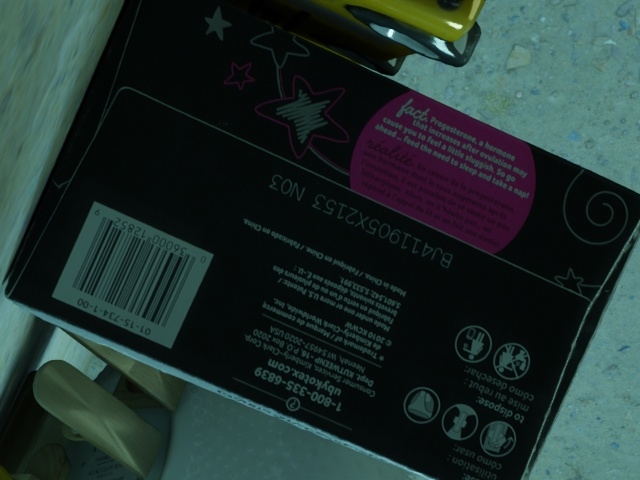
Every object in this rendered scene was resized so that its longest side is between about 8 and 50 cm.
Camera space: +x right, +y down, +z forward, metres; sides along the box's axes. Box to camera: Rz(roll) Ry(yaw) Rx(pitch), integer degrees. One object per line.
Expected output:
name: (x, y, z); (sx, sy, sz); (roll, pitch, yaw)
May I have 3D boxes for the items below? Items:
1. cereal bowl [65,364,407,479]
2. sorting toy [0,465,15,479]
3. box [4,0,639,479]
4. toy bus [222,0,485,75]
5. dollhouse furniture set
cereal bowl: (-0.108, 0.188, 0.867); (0.339, 0.141, 0.339); (-28, -136, 31)
sorting toy: (-0.210, 0.236, 0.632); (0.365, 0.127, 0.126); (-58, -140, 37)
box: (0.000, 0.000, 0.578); (0.142, 0.247, 0.163); (-130, -115, -84)
toy bus: (0.007, -0.150, 0.529); (0.333, 0.130, 0.108); (-123, -122, -82)
dollhouse furniture set: (-0.194, 0.101, 0.793); (0.151, 0.123, 0.144); (-10, -132, 39)
